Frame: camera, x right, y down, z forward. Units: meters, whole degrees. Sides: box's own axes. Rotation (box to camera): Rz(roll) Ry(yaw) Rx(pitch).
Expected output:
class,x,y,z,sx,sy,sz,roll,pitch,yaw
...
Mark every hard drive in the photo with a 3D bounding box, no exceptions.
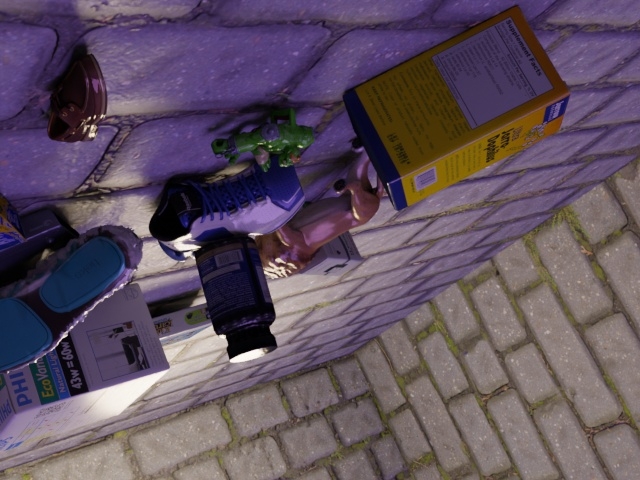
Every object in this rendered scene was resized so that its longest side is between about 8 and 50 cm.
class,x,y,z,sx,sy,sz,roll,pitch,yaw
hard drive,-0.545,0.032,1.478,0.254,0.054,0.172,-26,165,-3

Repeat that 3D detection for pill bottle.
class,x,y,z,sx,sy,sz,roll,pitch,yaw
pill bottle,-0.155,0.111,1.618,0.122,0.219,0.123,-15,164,-4

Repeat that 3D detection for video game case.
class,x,y,z,sx,sy,sz,roll,pitch,yaw
video game case,-0.424,0.246,2.279,0.244,0.061,0.269,-14,170,-32

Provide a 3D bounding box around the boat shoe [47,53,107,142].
class,x,y,z,sx,sy,sz,roll,pitch,yaw
boat shoe,-0.322,-0.178,1.125,0.060,0.064,0.178,-19,166,-30

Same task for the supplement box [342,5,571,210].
class,x,y,z,sx,sy,sz,roll,pitch,yaw
supplement box,0.249,-0.236,1.585,0.356,0.194,0.195,-26,164,3

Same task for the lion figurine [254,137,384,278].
class,x,y,z,sx,sy,sz,roll,pitch,yaw
lion figurine,0.010,-0.051,1.833,0.392,0.142,0.240,-21,142,11

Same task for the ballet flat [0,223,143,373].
class,x,y,z,sx,sy,sz,roll,pitch,yaw
ballet flat,-0.468,0.104,1.503,0.408,0.147,0.147,-31,164,12

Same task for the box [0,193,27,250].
class,x,y,z,sx,sy,sz,roll,pitch,yaw
box,-0.504,-0.038,1.304,0.054,0.059,0.169,-21,164,-7

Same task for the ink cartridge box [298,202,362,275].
class,x,y,z,sx,sy,sz,roll,pitch,yaw
ink cartridge box,0.000,0.000,2.046,0.086,0.153,0.208,-30,165,21

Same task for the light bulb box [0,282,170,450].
class,x,y,z,sx,sy,sz,roll,pitch,yaw
light bulb box,-0.595,0.297,1.943,0.361,0.225,0.358,-12,160,-39

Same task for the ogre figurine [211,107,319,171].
class,x,y,z,sx,sy,sz,roll,pitch,yaw
ogre figurine,-0.088,-0.172,1.476,0.118,0.097,0.197,-14,157,34

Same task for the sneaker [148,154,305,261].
class,x,y,z,sx,sy,sz,roll,pitch,yaw
sneaker,-0.188,-0.061,1.598,0.315,0.128,0.182,-26,167,6
